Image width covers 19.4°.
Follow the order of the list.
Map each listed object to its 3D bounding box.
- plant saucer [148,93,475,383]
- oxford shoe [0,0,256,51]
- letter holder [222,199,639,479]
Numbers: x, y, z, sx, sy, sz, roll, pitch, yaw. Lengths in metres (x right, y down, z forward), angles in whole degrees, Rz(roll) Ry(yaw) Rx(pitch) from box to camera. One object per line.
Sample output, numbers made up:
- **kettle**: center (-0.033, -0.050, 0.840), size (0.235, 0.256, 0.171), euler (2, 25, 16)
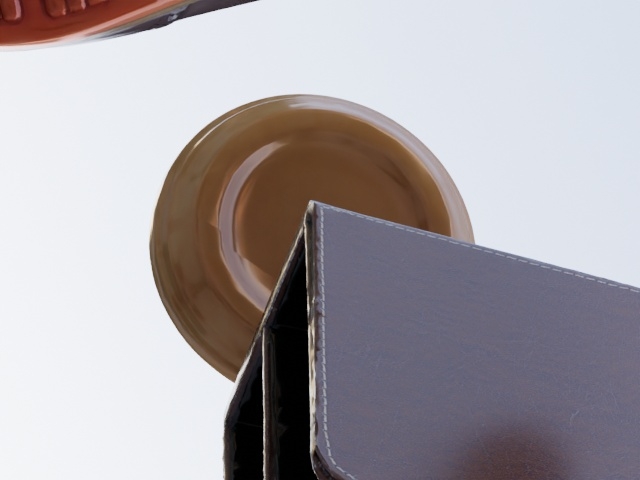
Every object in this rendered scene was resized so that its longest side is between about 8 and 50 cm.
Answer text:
- **plant saucer**: center (0.000, 0.000, 1.103), size (0.037, 0.200, 0.200), euler (124, -47, -64)
- **oxford shoe**: center (-0.065, -0.109, 0.663), size (0.098, 0.271, 0.097), euler (100, -18, -81)
- **letter holder**: center (0.115, 0.134, 0.931), size (0.214, 0.302, 0.152), euler (-93, -159, -54)
